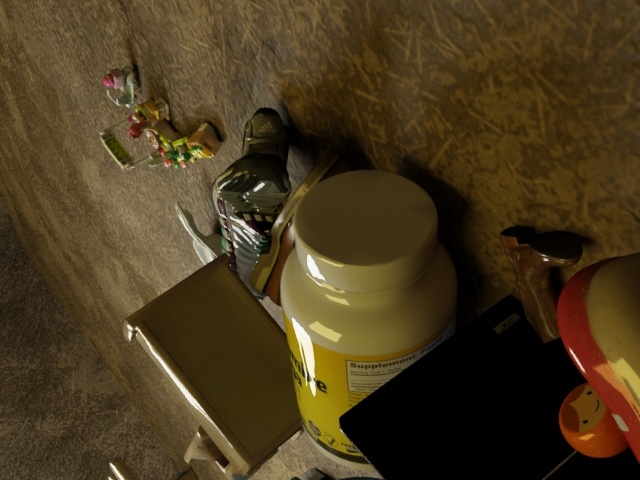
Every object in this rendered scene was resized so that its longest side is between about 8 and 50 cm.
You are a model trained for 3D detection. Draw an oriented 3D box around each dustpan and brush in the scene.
[{"bbox_3d":[-0.191,0.016,1.458,0.147,0.060,0.211,22,138,53],"label":"dustpan and brush"}]

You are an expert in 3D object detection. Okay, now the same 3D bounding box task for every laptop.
[{"bbox_3d":[0.183,0.230,0.792,0.137,0.234,0.264,12,130,59],"label":"laptop"}]

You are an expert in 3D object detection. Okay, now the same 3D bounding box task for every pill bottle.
[{"bbox_3d":[0.055,0.093,0.930,0.188,0.188,0.333,39,149,36],"label":"pill bottle"}]

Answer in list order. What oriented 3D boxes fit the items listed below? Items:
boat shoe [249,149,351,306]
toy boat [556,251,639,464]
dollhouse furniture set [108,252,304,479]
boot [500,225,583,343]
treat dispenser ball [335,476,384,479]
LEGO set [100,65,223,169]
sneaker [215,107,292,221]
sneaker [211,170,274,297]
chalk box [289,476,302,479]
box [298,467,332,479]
[{"bbox_3d":[0.000,0.000,1.045,0.104,0.110,0.307,38,152,6],"label":"boat shoe"},{"bbox_3d":[0.245,0.125,0.628,0.151,0.151,0.231,-27,94,46],"label":"toy boat"},{"bbox_3d":[-0.161,0.234,1.278,0.256,0.362,0.394,50,154,11],"label":"dollhouse furniture set"},{"bbox_3d":[0.212,0.047,0.761,0.106,0.037,0.114,32,144,68],"label":"boot"},{"bbox_3d":[0.063,0.508,1.275,0.288,0.288,0.288,43,152,30],"label":"treat dispenser ball"},{"bbox_3d":[-0.269,-0.161,1.343,0.287,0.107,0.132,39,150,36],"label":"LEGO set"},{"bbox_3d":[-0.075,-0.105,1.003,0.228,0.086,0.132,120,157,-79],"label":"sneaker"},{"bbox_3d":[-0.094,0.004,1.243,0.098,0.083,0.223,22,138,43],"label":"sneaker"},{"bbox_3d":[-0.012,0.596,1.547,0.289,0.179,0.180,9,126,59],"label":"chalk box"},{"bbox_3d":[0.049,0.561,1.661,0.191,0.045,0.184,13,127,58],"label":"box"}]
